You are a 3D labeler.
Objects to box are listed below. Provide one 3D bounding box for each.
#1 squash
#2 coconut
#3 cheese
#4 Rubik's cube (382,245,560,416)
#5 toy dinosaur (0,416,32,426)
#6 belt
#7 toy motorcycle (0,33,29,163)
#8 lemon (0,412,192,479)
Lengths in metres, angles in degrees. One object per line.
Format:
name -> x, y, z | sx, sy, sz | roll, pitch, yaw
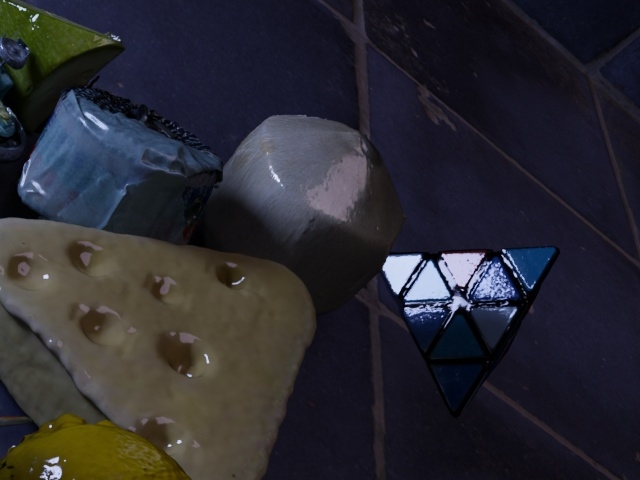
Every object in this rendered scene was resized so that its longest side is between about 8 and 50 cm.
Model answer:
squash -> -0.357, -0.275, 1.780 | 0.252, 0.169, 0.093 | 59, 22, 19
coconut -> -0.012, -0.038, 1.912 | 0.245, 0.247, 0.245 | 36, 27, -22
cheese -> -0.195, 0.106, 1.518 | 0.384, 0.104, 0.384 | 22, 35, -16
Rubik's cube -> 0.268, 0.109, 2.260 | 0.284, 0.250, 0.234 | 59, 8, 31
toy dinosaur -> -0.347, 0.151, 1.372 | 0.106, 0.044, 0.187 | 38, 24, 13
belt -> -0.218, -0.074, 1.691 | 0.207, 0.150, 0.257 | 25, 10, -12
toy motorcycle -> -0.429, -0.206, 1.659 | 0.198, 0.109, 0.296 | -3, 55, -56
lemon -> -0.191, 0.261, 1.276 | 0.204, 0.204, 0.260 | 18, 39, -47
